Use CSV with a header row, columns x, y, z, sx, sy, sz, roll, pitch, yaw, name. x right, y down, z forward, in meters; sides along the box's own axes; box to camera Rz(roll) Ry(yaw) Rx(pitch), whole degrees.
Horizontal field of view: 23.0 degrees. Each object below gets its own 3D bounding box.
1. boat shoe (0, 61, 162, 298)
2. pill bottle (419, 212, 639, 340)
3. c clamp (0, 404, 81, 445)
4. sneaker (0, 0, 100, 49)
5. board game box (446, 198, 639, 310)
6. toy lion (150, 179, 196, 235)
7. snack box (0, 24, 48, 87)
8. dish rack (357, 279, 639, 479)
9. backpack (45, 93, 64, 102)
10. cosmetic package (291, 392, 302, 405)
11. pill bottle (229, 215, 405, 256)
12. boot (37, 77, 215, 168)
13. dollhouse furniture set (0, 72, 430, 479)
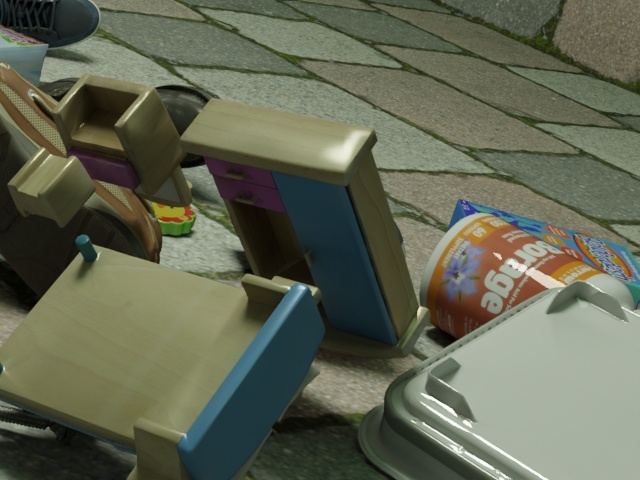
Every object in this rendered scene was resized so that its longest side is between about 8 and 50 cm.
x,y,z,sx,sy,sz,roll,pitch,yaw,name
-0.255,-0.072,1.275,0.324,0.123,0.116,48,27,-7,boat shoe
0.205,0.068,1.425,0.216,0.121,0.121,29,21,35,pill bottle
-0.222,0.110,1.061,0.160,0.022,0.137,12,13,-14,c clamp
-0.385,-0.281,1.978,0.226,0.086,0.163,3,9,-13,sneaker
0.254,0.023,1.741,0.210,0.047,0.160,16,17,-8,board game box
-0.170,-0.037,1.551,0.100,0.034,0.096,17,25,-1,toy lion
-0.449,-0.227,1.800,0.207,0.070,0.174,23,18,22,snack box
0.227,0.142,1.165,0.332,0.072,0.285,31,40,34,dish rack
-0.235,-0.067,1.426,0.158,0.117,0.173,13,17,-14,backpack
-0.062,0.086,1.244,0.060,0.041,0.115,6,21,-32,cosmetic package
0.000,0.000,1.427,0.130,0.130,0.246,11,19,-19,pill bottle
-0.252,-0.112,1.606,0.262,0.091,0.229,8,13,24,boot
-0.109,0.073,1.097,0.286,0.198,0.303,13,52,30,dollhouse furniture set
